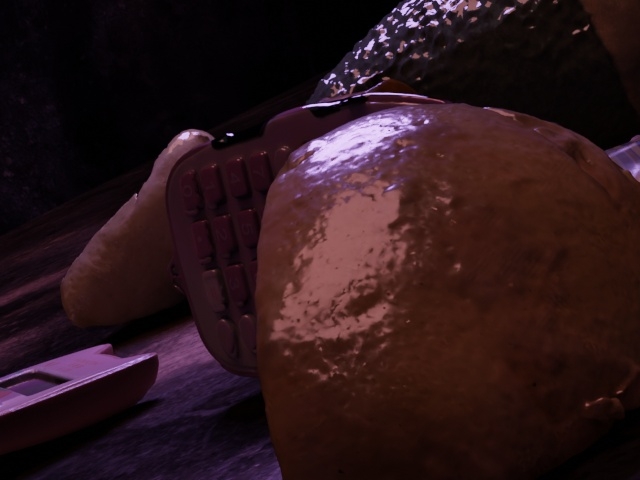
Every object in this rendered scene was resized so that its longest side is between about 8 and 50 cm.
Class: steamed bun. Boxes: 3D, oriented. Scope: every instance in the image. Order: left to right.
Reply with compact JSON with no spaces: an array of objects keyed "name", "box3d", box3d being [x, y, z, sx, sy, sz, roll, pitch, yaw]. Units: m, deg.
[{"name":"steamed bun","box3d":[-0.138,0.002,2.010,0.231,0.110,0.212,-51,-16,13]}]

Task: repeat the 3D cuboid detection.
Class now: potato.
[{"name":"potato","box3d":[0.077,0.023,1.067,0.211,0.189,0.264,-19,9,22]}]

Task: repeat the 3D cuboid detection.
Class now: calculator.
[{"name":"calculator","box3d":[-0.304,0.156,1.625,0.330,0.048,0.220,-17,7,-20]},{"name":"calculator","box3d":[0.001,-0.001,1.418,0.294,0.194,0.043,-12,4,38]}]

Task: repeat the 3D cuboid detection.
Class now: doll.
[{"name":"doll","box3d":[0.149,-0.133,1.806,0.349,0.247,0.247,-27,7,13]}]

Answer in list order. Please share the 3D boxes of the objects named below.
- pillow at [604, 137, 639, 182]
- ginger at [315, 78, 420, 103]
[{"name":"pillow","box3d":[0.245,-0.049,1.541,0.212,0.052,0.208,-21,5,4]},{"name":"ginger","box3d":[-0.011,-0.053,1.559,0.133,0.107,0.309,-38,6,-18]}]
